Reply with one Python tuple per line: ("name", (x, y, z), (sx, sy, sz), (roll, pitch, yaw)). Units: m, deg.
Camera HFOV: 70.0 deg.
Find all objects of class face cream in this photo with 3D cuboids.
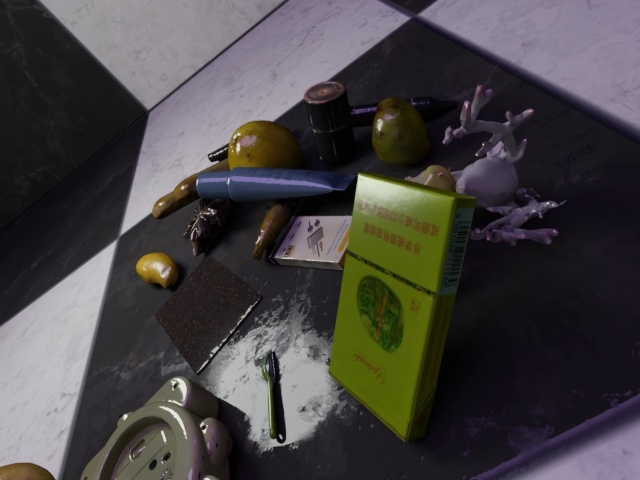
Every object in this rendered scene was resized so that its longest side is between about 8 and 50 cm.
("face cream", (-0.113, -0.136, 1.102), (0.385, 0.086, 0.135), (1, 21, 16))

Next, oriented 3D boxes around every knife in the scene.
("knife", (-0.091, 0.270, 0.822), (0.026, 0.022, 0.184), (-11, 38, -2))

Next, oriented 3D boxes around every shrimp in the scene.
("shrimp", (-0.112, -0.058, 1.131), (0.117, 0.066, 0.262), (-46, 9, 42))

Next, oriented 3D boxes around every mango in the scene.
("mango", (-0.468, 0.083, 1.315), (0.190, 0.075, 0.098), (12, 77, 43))

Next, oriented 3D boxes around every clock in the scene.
("clock", (-0.269, 0.415, 0.767), (0.284, 0.114, 0.309), (-45, 38, -7))

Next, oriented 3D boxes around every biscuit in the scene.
("biscuit", (-0.350, -0.169, 1.367), (0.237, 0.062, 0.291), (-22, 14, 45))

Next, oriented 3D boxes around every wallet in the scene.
("wallet", (-0.222, -0.296, 1.435), (0.229, 0.049, 0.182), (-18, 2, 29))

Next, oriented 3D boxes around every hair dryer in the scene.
("hair dryer", (0.148, -0.290, 1.108), (0.352, 0.189, 0.107), (-2, 46, 12))

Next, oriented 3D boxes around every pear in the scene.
("pear", (-0.153, -0.226, 1.237), (0.209, 0.209, 0.208), (-25, 39, 22))

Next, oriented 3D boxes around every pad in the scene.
("pad", (-0.288, 0.164, 1.124), (0.220, 0.004, 0.330), (-50, 37, -11))

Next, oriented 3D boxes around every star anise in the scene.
("star anise", (-0.317, -0.066, 1.316), (0.209, 0.089, 0.231), (-32, 32, 35))

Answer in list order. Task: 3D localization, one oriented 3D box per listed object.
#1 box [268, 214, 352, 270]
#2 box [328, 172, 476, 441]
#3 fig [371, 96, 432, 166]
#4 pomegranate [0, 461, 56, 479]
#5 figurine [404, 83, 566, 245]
("box", (0.000, 0.000, 1.004), (0.247, 0.033, 0.129), (1, 53, 43))
("box", (0.099, 0.084, 0.645), (0.187, 0.047, 0.334), (26, 113, 51))
("fig", (0.168, -0.236, 1.003), (0.121, 0.153, 0.136), (-20, 10, 15))
("pomegranate", (-0.607, 0.531, 0.891), (0.191, 0.191, 0.191), (-25, 39, 22))
("figurine", (0.208, -0.055, 0.699), (0.316, 0.206, 0.284), (-34, -9, 31))
